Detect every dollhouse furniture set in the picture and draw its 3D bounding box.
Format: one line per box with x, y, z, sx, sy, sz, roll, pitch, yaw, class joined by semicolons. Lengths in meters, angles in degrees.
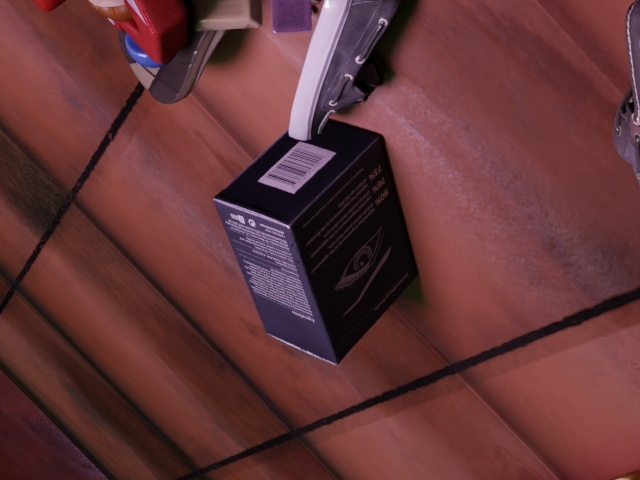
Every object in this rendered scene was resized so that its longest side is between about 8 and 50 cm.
-0.058;-0.231;1.067;0.114;0.081;0.091;-2;94;10;dollhouse furniture set

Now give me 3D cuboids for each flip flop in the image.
-0.120;-0.237;1.152;0.112;0.080;0.277;52;137;13;flip flop

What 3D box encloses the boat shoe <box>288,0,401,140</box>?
0.024;-0.162;1.074;0.076;0.080;0.228;17;144;-2;boat shoe

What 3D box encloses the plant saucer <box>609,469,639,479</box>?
0.389;0.384;1.298;0.332;0.081;0.333;43;151;1;plant saucer

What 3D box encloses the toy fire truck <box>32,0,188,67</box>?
-0.208;-0.277;1.040;0.302;0.169;0.254;47;172;26;toy fire truck

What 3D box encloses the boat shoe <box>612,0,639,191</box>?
0.254;-0.083;0.872;0.073;0.080;0.223;7;139;40;boat shoe

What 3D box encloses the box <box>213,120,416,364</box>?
0.000;0.000;1.219;0.108;0.153;0.207;20;142;36;box
